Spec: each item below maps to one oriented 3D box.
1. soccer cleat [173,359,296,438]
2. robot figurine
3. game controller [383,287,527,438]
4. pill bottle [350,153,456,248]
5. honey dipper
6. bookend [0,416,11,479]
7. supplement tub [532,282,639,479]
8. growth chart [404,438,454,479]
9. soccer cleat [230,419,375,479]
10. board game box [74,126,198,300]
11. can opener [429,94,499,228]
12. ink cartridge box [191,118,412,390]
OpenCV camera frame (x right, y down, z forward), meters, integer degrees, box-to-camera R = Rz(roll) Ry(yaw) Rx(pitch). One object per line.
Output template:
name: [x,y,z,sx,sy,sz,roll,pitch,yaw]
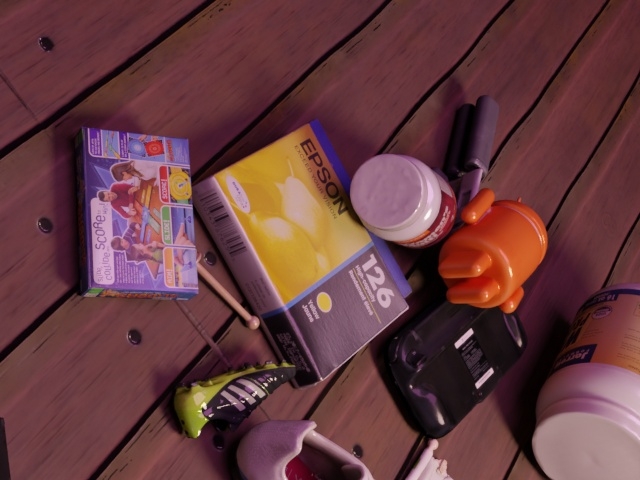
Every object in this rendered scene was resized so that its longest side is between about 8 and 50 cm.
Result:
soccer cleat: [-0.101,0.192,1.350,0.179,0.060,0.072,-13,91,-40]
robot figurine: [0.262,0.020,1.664,0.158,0.128,0.219,42,44,9]
game controller: [0.211,0.164,1.671,0.319,0.067,0.166,-34,107,-46]
pill bottle: [0.117,-0.055,1.560,0.221,0.121,0.121,16,58,-73]
honey dipper: [-0.131,0.056,1.395,0.160,0.030,0.030,46,46,-24]
bookend: [-0.388,0.207,1.025,0.157,0.156,0.072,78,1,-76]
supplement tub: [0.479,0.242,1.772,0.228,0.228,0.316,53,44,-14]
growth chart: [0.178,0.420,1.547,0.172,0.021,0.237,-39,101,-46]
soccer cleat: [0.033,0.343,1.347,0.331,0.143,0.116,47,46,-20]
board game box: [-0.219,-0.031,1.315,0.136,0.035,0.201,5,69,-28]
can opener: [0.225,-0.137,1.798,0.095,0.076,0.283,39,48,-28]
ink cartridge box: [0.000,0.000,1.522,0.307,0.072,0.303,-35,98,-45]
